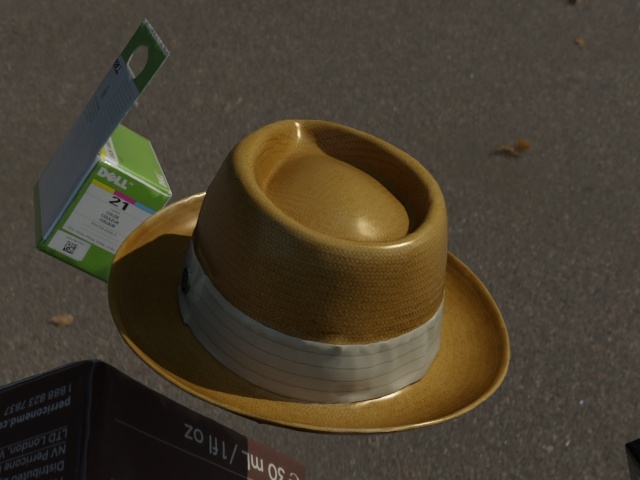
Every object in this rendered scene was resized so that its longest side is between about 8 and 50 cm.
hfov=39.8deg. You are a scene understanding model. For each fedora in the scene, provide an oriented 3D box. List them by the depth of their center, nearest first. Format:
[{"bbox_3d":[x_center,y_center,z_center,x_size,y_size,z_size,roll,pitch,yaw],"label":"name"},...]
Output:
[{"bbox_3d":[0.000,0.000,0.390,0.194,0.079,0.194,8,29,-5],"label":"fedora"}]

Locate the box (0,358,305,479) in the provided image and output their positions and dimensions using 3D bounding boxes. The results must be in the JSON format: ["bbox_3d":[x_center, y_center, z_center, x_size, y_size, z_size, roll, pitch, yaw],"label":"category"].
[{"bbox_3d":[-0.101,0.267,0.392,0.143,0.191,0.381,-20,54,24],"label":"box"}]

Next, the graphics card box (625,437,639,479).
[{"bbox_3d":[0.404,0.358,0.766,0.094,0.232,0.371,-21,33,0],"label":"graphics card box"}]

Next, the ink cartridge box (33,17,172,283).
[{"bbox_3d":[-0.222,-0.106,1.013,0.097,0.255,0.189,31,12,-29],"label":"ink cartridge box"}]
